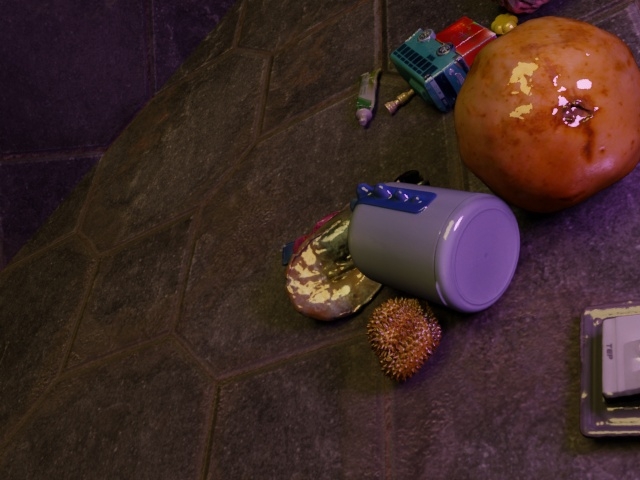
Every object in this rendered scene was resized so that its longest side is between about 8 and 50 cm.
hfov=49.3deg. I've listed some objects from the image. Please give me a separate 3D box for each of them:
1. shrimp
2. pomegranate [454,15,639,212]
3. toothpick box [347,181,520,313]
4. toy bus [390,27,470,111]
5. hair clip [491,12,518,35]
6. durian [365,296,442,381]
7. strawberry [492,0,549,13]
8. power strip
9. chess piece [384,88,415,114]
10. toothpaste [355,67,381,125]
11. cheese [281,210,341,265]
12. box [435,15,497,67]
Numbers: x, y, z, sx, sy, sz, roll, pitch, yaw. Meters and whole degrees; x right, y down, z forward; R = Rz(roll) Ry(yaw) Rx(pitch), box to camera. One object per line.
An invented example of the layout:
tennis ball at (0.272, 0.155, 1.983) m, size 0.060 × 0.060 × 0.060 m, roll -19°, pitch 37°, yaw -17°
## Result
shrimp at (0.098, 0.007, 1.655) m, size 0.221 × 0.110 × 0.446 m, roll 41°, pitch 85°, yaw 25°
pomegranate at (0.446, -0.254, 1.394) m, size 0.409 × 0.410 × 0.410 m, roll -25°, pitch 42°, yaw 24°
toothpick box at (0.204, -0.011, 1.461) m, size 0.354 × 0.263 × 0.263 m, roll 15°, pitch 67°, yaw 50°
toy bus at (0.304, -0.460, 1.889) m, size 0.147 × 0.128 × 0.256 m, roll -39°, pitch 37°, yaw 7°
hair clip at (0.502, -0.560, 1.862) m, size 0.072 × 0.046 × 0.173 m, roll -27°, pitch 39°, yaw 16°
durian at (0.166, 0.191, 1.417) m, size 0.168 × 0.137 × 0.158 m, roll -50°, pitch 58°, yaw 8°
strawberry at (0.585, -0.747, 1.885) m, size 0.265 × 0.149 × 0.336 m, roll -40°, pitch 19°, yaw 47°
power strip at (0.534, 0.186, 1.110) m, size 0.251 × 0.092 × 0.257 m, roll -17°, pitch 42°, yaw 36°
chess piece at (0.228, -0.399, 1.981) m, size 0.092 × 0.035 × 0.035 m, roll -35°, pitch 38°, yaw 7°
toothpaste at (0.139, -0.431, 2.085) m, size 0.078 × 0.047 × 0.248 m, roll -16°, pitch 44°, yaw 27°
cheese at (0.000, 0.000, 1.800) m, size 0.244 × 0.062 × 0.155 m, roll -25°, pitch 42°, yaw 26°
box at (0.402, -0.551, 1.932) m, size 0.112 × 0.048 × 0.175 m, roll -33°, pitch 38°, yaw 0°
